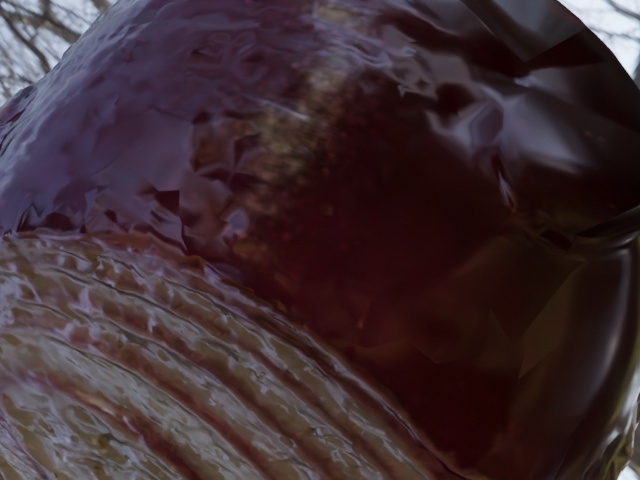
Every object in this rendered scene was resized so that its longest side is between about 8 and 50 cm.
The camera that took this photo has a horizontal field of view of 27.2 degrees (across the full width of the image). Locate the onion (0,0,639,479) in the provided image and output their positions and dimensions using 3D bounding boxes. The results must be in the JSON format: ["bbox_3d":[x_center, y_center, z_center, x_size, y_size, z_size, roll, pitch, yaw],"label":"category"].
[{"bbox_3d":[0.002,-0.004,0.421,0.216,0.207,0.206,29,-42,-5],"label":"onion"}]
